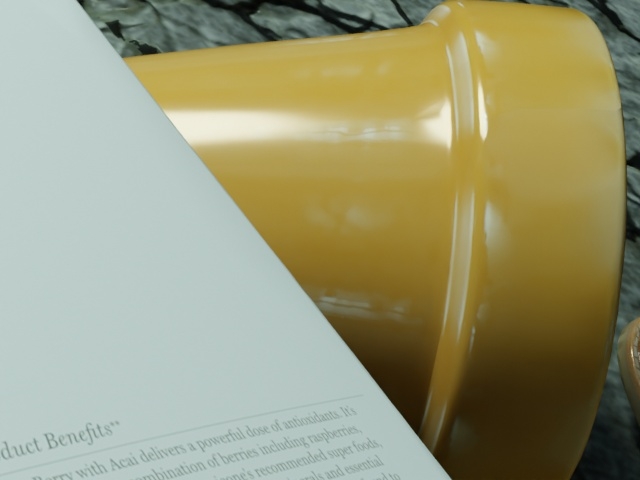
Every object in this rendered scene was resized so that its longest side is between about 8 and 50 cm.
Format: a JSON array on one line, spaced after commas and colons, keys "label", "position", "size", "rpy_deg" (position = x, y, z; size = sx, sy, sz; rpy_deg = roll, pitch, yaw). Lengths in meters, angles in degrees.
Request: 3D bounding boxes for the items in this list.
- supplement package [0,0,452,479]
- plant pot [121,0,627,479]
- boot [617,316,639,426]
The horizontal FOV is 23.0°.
[{"label": "supplement package", "position": [-0.106, 0.073, 0.459], "size": [0.177, 0.175, 0.293], "rpy_deg": [-4, 50, -53]}, {"label": "plant pot", "position": [0.000, 0.000, 0.630], "size": [0.188, 0.205, 0.205], "rpy_deg": [5, 44, -7]}, {"label": "boot", "position": [0.283, 0.084, 0.691], "size": [0.109, 0.220, 0.283], "rpy_deg": [-18, 60, -43]}]
